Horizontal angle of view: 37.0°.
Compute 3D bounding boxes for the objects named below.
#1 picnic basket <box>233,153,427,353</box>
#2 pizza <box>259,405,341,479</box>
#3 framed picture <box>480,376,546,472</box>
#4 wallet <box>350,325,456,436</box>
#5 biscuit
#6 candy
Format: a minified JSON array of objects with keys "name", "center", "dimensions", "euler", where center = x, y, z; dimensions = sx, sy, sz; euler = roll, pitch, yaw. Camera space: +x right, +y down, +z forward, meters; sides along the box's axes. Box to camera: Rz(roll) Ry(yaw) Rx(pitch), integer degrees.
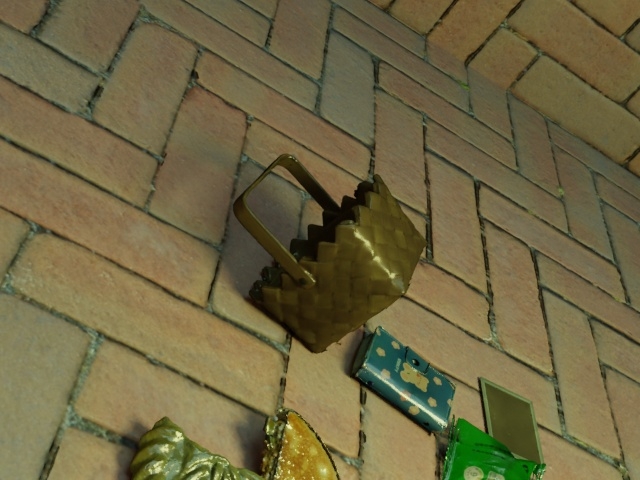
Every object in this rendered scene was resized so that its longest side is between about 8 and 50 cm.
[{"name":"picnic basket","center":[0.000,0.000,1.721],"dimensions":[0.321,0.291,0.254],"euler":[47,33,-6]},{"name":"pizza","center":[-0.052,0.367,1.464],"dimensions":[0.185,0.052,0.195],"euler":[56,40,-6]},{"name":"framed picture","center":[0.385,0.370,1.927],"dimensions":[0.142,0.011,0.183],"euler":[27,35,-20]},{"name":"wallet","center":[0.158,0.258,1.789],"dimensions":[0.202,0.059,0.141],"euler":[36,31,-5]},{"name":"biscuit","center":[-0.153,0.380,1.328],"dimensions":[0.273,0.036,0.187],"euler":[32,47,-4]},{"name":"candy","center":[0.318,0.417,1.750],"dimensions":[0.203,0.078,0.141],"euler":[30,34,-7]}]
